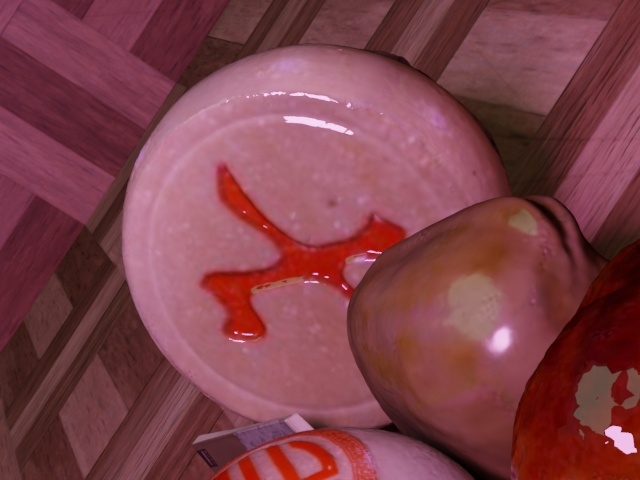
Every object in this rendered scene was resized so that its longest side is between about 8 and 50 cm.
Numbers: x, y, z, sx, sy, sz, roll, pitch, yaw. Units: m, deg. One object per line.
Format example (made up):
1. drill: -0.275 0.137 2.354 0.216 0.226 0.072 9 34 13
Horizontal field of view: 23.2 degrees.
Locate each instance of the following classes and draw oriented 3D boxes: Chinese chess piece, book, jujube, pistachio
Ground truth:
1. Chinese chess piece: 0.000 0.000 1.318 0.338 0.338 0.140 -48 4 25
2. book: -0.026 0.212 1.347 0.016 0.138 0.199 -45 11 -29
3. jujube: 0.204 0.091 0.913 0.190 0.190 0.255 -47 14 29
4. pistachio: 0.118 0.086 1.137 0.260 0.163 0.212 -23 73 57

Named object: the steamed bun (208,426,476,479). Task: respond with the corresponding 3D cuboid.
1. steamed bun: -0.011 0.239 1.070 0.283 0.177 0.283 -25 28 14
